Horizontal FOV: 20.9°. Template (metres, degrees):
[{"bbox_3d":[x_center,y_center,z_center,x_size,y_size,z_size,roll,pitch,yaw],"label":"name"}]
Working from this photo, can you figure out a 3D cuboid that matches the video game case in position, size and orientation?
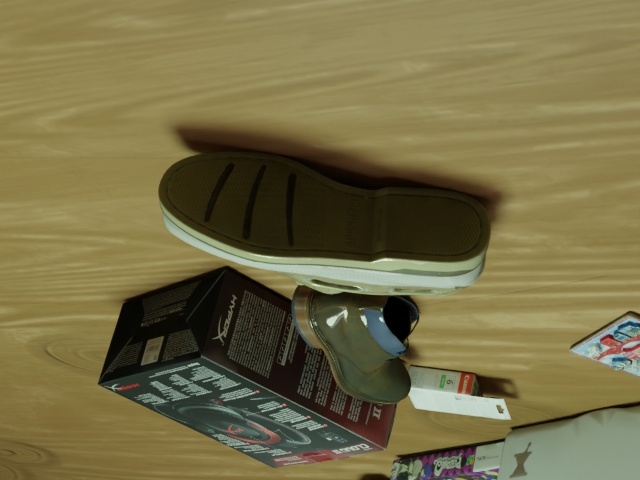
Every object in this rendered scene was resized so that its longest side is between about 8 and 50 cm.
[{"bbox_3d":[0.241,0.327,2.228,0.232,0.042,0.210,31,150,-30],"label":"video game case"}]

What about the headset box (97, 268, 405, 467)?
[{"bbox_3d":[-0.066,0.158,1.960,0.293,0.110,0.218,29,152,-29],"label":"headset box"}]

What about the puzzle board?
[{"bbox_3d":[0.323,0.111,1.760,0.096,0.011,0.128,21,155,-12],"label":"puzzle board"}]

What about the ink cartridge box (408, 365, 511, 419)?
[{"bbox_3d":[0.158,0.173,1.964,0.115,0.029,0.063,5,153,18],"label":"ink cartridge box"}]

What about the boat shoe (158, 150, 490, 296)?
[{"bbox_3d":[0.000,0.000,1.586,0.302,0.113,0.103,12,150,5],"label":"boat shoe"}]

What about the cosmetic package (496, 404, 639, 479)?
[{"bbox_3d":[0.423,0.411,1.962,0.393,0.327,0.329,29,152,-26],"label":"cosmetic package"}]

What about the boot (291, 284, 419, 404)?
[{"bbox_3d":[0.066,0.116,1.833,0.106,0.082,0.219,0,150,36],"label":"boot"}]
